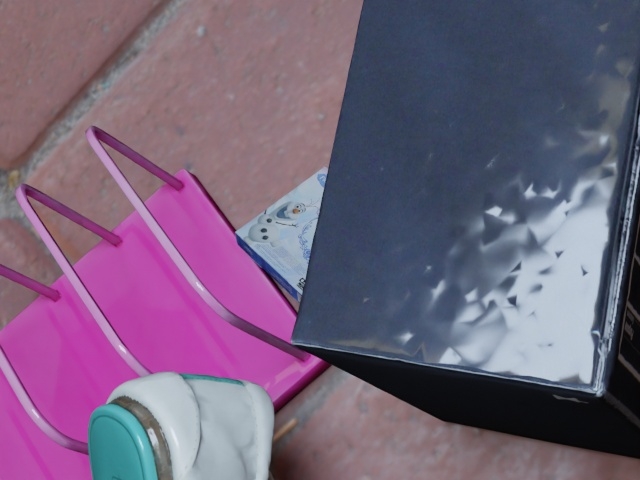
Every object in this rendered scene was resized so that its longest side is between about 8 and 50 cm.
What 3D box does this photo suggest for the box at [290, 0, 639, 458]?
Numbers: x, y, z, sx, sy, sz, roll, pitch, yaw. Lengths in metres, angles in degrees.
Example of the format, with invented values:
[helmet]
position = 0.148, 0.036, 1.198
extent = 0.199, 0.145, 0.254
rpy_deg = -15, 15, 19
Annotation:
[box]
position = 0.136, -0.037, 0.862
extent = 0.182, 0.296, 0.294
rpy_deg = 6, 77, 23

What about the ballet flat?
[ballet flat]
position = -0.072, 0.273, 0.931
extent = 0.139, 0.139, 0.400
rpy_deg = 7, 106, 24

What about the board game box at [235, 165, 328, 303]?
[board game box]
position = 0.000, 0.000, 1.042
extent = 0.090, 0.020, 0.090
rpy_deg = -37, 61, -19

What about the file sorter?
[file sorter]
position = -0.186, 0.089, 1.022
extent = 0.290, 0.182, 0.202
rpy_deg = -41, 64, 7
